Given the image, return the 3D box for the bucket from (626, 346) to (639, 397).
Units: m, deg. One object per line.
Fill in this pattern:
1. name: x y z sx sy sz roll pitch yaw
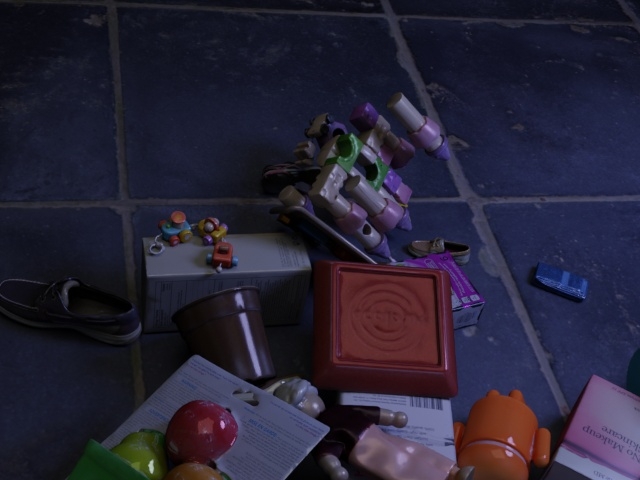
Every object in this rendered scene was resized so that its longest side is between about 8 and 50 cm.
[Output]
1. bucket: 0.708 0.281 1.776 0.183 0.281 0.281 -10 47 -21

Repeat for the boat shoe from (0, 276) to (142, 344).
1. boat shoe: -0.468 0.112 1.804 0.285 0.092 0.103 16 43 4

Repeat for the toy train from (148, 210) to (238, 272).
1. toy train: -0.227 -0.005 1.788 0.166 0.046 0.125 11 40 0

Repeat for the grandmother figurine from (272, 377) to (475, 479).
1. grandmother figurine: 0.062 0.325 1.542 0.342 0.104 0.208 27 21 23

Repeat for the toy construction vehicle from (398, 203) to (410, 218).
1. toy construction vehicle: 0.157 -0.068 2.187 0.085 0.035 0.098 4 45 -25

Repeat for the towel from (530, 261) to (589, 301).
1. towel: 0.519 0.087 2.104 0.119 0.029 0.067 20 43 9

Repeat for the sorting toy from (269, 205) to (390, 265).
1. sorting toy: 0.000 0.000 1.949 0.229 0.307 0.041 32 84 -11

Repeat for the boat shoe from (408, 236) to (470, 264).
1. boat shoe: 0.259 0.016 2.107 0.135 0.045 0.050 8 43 -4

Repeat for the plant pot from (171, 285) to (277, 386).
1. plant pot: -0.163 0.189 1.732 0.167 0.167 0.165 -13 74 -25

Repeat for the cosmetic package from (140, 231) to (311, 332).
1. cosmetic package: -0.184 0.079 1.859 0.309 0.160 0.113 -1 43 -15

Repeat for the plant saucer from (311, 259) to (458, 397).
1. plant saucer: 0.117 0.143 1.728 0.258 0.048 0.259 5 57 -6

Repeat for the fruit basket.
1. fruit basket: -0.209 0.357 1.506 0.327 0.165 0.353 20 47 39

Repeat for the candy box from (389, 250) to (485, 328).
1. candy box: 0.191 0.115 1.968 0.233 0.071 0.159 -12 48 -23

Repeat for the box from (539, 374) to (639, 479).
1. box: 0.494 0.378 1.722 0.148 0.127 0.232 27 45 14

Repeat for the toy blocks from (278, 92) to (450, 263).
1. toy blocks: 0.111 -0.112 2.067 0.260 0.309 0.289 42 60 -29

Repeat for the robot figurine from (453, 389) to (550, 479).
1. robot figurine: 0.308 0.361 1.701 0.158 0.128 0.219 25 43 2

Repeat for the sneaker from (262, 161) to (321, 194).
1. sneaker: -0.048 -0.151 2.198 0.178 0.072 0.077 4 31 -17

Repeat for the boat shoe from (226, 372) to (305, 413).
1. boat shoe: -0.132 0.309 1.681 0.257 0.095 0.095 -16 72 -17

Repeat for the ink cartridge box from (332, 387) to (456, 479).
1. ink cartridge box: 0.123 0.347 1.678 0.198 0.115 0.273 7 43 -4
